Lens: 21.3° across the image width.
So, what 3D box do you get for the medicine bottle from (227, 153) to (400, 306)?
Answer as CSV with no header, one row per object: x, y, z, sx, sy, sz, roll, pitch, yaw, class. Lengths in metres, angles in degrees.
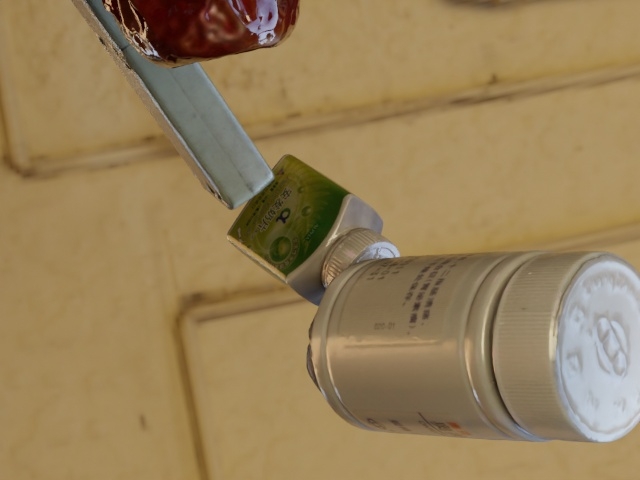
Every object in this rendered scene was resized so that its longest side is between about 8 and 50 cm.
0.000,0.000,1.948,0.188,0.132,0.088,34,177,42,medicine bottle

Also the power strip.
-0.140,-0.152,1.381,0.053,0.288,0.093,-37,-152,-6,power strip

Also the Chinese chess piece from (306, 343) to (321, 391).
0.044,0.141,2.035,0.122,0.122,0.051,-16,-178,24,Chinese chess piece

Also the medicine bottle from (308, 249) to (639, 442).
0.165,0.106,1.714,0.190,0.190,0.332,-3,180,-41,medicine bottle

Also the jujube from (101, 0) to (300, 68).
-0.098,-0.231,1.038,0.190,0.255,0.190,-15,-170,3,jujube
